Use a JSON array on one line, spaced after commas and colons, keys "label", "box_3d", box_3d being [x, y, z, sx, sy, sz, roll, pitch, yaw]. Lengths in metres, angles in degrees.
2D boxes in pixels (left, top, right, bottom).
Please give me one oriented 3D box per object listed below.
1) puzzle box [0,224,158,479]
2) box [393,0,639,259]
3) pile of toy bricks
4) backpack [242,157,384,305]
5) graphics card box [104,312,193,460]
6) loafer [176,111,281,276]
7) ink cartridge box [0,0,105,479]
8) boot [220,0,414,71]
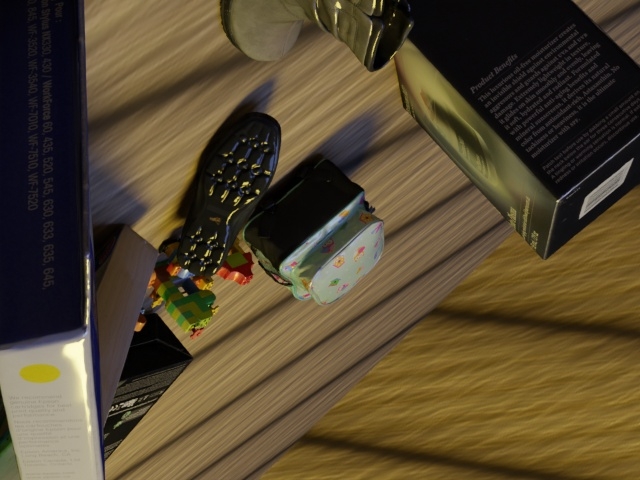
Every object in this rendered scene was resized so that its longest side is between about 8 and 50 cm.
[{"label": "puzzle box", "box_3d": [-0.278, 0.158, 1.057, 0.272, 0.052, 0.409, -45, -165, 14]}, {"label": "box", "box_3d": [0.242, -0.163, 1.347, 0.183, 0.294, 0.296, -39, 163, -2]}, {"label": "pile of toy bricks", "box_3d": [-0.170, 0.071, 1.342, 0.212, 0.105, 0.118, -21, 154, -51]}, {"label": "backpack", "box_3d": [0.000, 0.000, 1.493, 0.166, 0.144, 0.188, -45, 167, -8]}, {"label": "graphics card box", "box_3d": [-0.352, 0.258, 1.432, 0.371, 0.094, 0.233, -48, 162, 24]}, {"label": "loafer", "box_3d": [-0.103, -0.058, 1.248, 0.078, 0.076, 0.223, -82, -163, -54]}, {"label": "ink cartridge box", "box_3d": [-0.183, -0.021, 0.741, 0.072, 0.303, 0.307, -3, 144, -10]}, {"label": "boot", "box_3d": [-0.001, -0.194, 0.944, 0.083, 0.161, 0.246, -34, 162, -24]}]
